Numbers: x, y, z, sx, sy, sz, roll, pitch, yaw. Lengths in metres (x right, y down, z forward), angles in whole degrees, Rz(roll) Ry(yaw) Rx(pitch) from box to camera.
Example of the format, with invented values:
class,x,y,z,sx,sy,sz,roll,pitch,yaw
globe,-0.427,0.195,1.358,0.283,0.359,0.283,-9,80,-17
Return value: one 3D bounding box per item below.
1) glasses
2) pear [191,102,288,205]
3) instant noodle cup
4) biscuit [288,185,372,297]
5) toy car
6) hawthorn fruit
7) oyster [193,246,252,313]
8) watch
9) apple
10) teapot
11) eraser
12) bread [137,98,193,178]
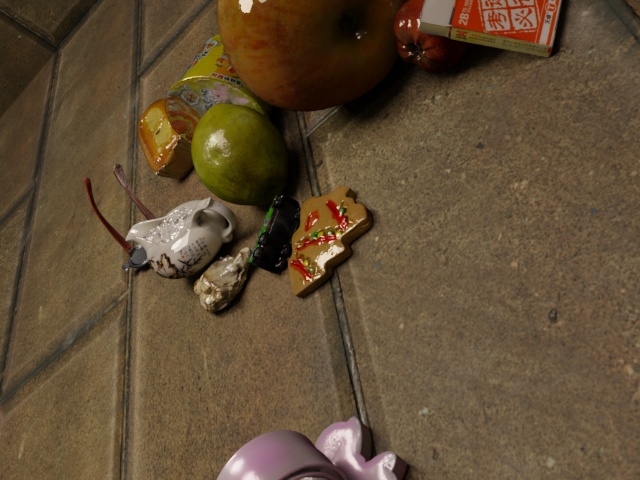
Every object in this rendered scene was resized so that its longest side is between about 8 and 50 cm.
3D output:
class,x,y,z,sx,sy,sz,roll,pitch,yaw
glasses,-0.496,-0.046,1.890,0.234,0.268,0.118,-8,40,48
pear,-0.179,-0.189,1.662,0.212,0.212,0.269,-46,64,17
instant noodle cup,-0.223,-0.363,1.817,0.264,0.264,0.200,-20,41,40
biscuit,0.000,0.000,1.463,0.212,0.041,0.239,14,75,51
toy car,-0.094,-0.013,1.558,0.062,0.071,0.165,-11,56,62
hawthorn fruit,0.236,-0.419,1.412,0.203,0.163,0.162,-46,32,-21
oyster,-0.221,0.076,1.636,0.191,0.081,0.163,-46,34,11
watch,-0.025,0.373,1.077,0.211,0.217,0.248,29,89,53
apple,-0.003,-0.463,1.508,0.333,0.400,0.400,12,74,44
teapot,-0.306,-0.019,1.726,0.299,0.166,0.208,-28,24,37
eraser,0.298,-0.412,1.293,0.230,0.038,0.157,13,71,9
bread,-0.426,-0.287,2.096,0.152,0.119,0.288,-51,37,16
